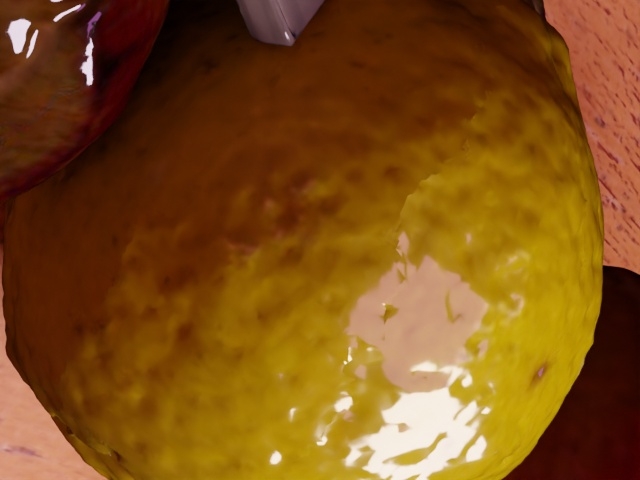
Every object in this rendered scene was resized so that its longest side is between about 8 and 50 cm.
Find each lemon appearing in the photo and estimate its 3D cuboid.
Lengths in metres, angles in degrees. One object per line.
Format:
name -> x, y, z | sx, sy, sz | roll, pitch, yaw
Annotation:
lemon -> 0.000, 0.000, 0.855 | 0.350, 0.350, 0.387 | 19, 109, -52

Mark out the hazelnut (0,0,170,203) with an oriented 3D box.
hazelnut -> -0.178, -0.137, 0.692 | 0.218, 0.218, 0.234 | -10, 144, -43

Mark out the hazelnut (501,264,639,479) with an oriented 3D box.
hazelnut -> 0.134, 0.201, 1.111 | 0.353, 0.421, 0.421 | 37, 89, -19

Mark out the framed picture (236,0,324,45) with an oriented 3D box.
framed picture -> 0.036, -0.359, 0.715 | 0.446, 0.028, 0.326 | -57, 142, -31
